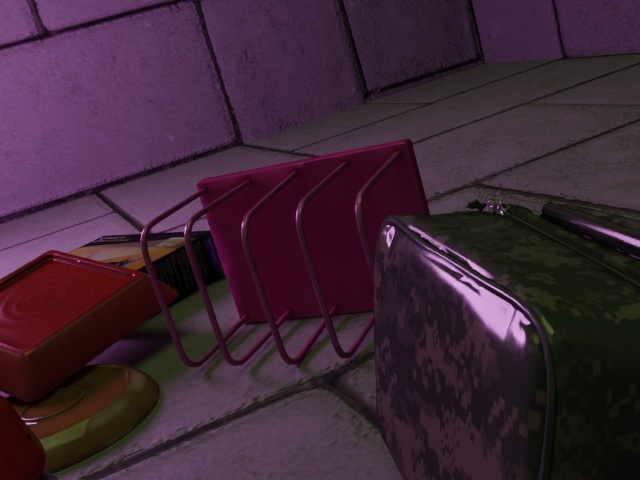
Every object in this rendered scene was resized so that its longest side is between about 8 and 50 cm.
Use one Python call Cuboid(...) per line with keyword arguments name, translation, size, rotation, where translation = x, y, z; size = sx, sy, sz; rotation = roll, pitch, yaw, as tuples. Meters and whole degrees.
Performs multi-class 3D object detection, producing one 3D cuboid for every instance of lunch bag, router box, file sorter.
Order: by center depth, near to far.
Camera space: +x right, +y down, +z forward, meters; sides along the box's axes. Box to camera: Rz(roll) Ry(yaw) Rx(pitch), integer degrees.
Cuboid(name="lunch bag", translation=(0.189, 0.089, 0.548), size=(0.256, 0.212, 0.305), rotation=(-2, 13, -12))
Cuboid(name="file sorter", translation=(-0.031, 0.027, 0.973), size=(0.291, 0.202, 0.182), rotation=(-8, 18, 26))
Cuboid(name="router box", translation=(-0.351, 0.066, 1.386), size=(0.309, 0.081, 0.243), rotation=(-2, 21, 41))

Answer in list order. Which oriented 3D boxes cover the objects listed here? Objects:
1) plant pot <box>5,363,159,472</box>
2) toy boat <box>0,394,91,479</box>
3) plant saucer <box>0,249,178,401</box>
Cuboid(name="plant pot", translation=(-0.304, 0.199, 0.964), size=(0.236, 0.032, 0.236), rotation=(-15, 14, 4))
Cuboid(name="toy boat", translation=(-0.220, 0.236, 0.584), size=(0.268, 0.148, 0.318), rotation=(-23, 23, -5))
Cuboid(name="plant saucer", translation=(-0.368, 0.092, 1.119), size=(0.258, 0.047, 0.259), rotation=(11, 33, 34))
